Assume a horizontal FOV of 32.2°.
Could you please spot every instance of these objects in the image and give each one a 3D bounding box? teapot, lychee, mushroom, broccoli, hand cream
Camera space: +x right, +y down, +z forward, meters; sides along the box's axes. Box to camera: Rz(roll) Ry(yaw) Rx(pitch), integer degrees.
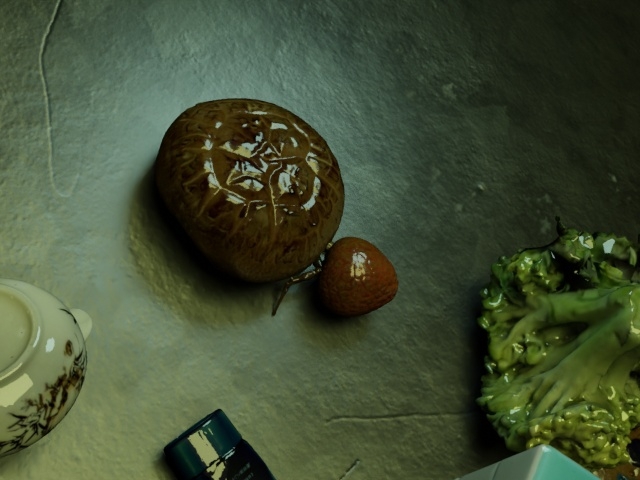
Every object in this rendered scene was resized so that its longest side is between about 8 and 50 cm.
[{"bbox_3d":[-0.366,0.152,1.170,0.208,0.166,0.299,34,67,12],"label":"teapot"},{"bbox_3d":[0.030,0.049,1.411,0.140,0.101,0.114,16,72,-25],"label":"lychee"},{"bbox_3d":[-0.085,-0.069,1.384,0.253,0.153,0.253,13,57,-21],"label":"mushroom"},{"bbox_3d":[0.345,0.122,1.419,0.293,0.281,0.348,46,61,2],"label":"broccoli"},{"bbox_3d":[-0.075,0.328,1.278,0.120,0.061,0.270,-35,93,-37],"label":"hand cream"}]

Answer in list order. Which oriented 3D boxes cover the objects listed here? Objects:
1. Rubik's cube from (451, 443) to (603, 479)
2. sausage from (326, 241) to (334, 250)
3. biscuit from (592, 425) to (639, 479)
[{"bbox_3d":[0.242,0.444,1.230,0.292,0.291,0.290,34,58,-7],"label":"Rubik's cube"},{"bbox_3d":[0.000,0.000,1.470,0.100,0.015,0.015,31,59,-10],"label":"sausage"},{"bbox_3d":[0.409,0.349,1.500,0.180,0.039,0.236,22,63,-17],"label":"biscuit"}]
